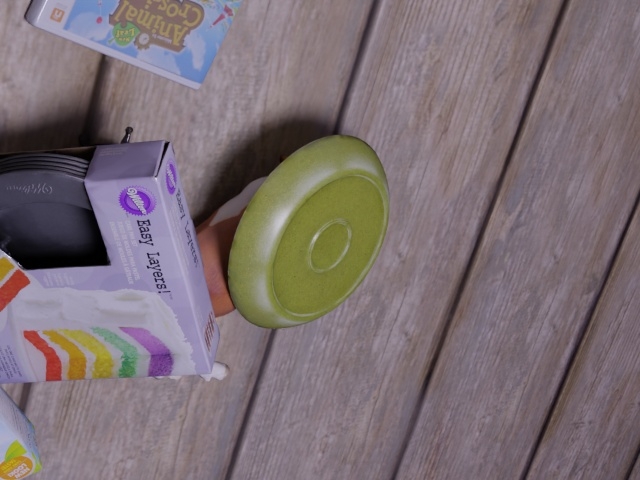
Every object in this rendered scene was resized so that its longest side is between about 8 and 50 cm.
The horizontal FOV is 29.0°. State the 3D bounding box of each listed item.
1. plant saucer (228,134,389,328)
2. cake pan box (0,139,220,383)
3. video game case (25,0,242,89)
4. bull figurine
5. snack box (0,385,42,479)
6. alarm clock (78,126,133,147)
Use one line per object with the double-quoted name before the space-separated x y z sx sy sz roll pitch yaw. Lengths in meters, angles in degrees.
"plant saucer" 0.000 0.000 1.379 0.241 0.037 0.241 -30 136 -33
"cake pan box" -0.241 0.024 1.197 0.246 0.070 0.266 -4 129 6
"video game case" -0.160 -0.266 1.216 0.212 0.023 0.193 17 104 -46
"bull figurine" -0.100 0.036 1.403 0.310 0.101 0.188 -31 130 -23
"snack box" -0.403 0.187 1.227 0.174 0.070 0.207 -26 135 0
"alarm clock" -0.216 -0.015 1.264 0.129 0.064 0.192 -16 108 -3
